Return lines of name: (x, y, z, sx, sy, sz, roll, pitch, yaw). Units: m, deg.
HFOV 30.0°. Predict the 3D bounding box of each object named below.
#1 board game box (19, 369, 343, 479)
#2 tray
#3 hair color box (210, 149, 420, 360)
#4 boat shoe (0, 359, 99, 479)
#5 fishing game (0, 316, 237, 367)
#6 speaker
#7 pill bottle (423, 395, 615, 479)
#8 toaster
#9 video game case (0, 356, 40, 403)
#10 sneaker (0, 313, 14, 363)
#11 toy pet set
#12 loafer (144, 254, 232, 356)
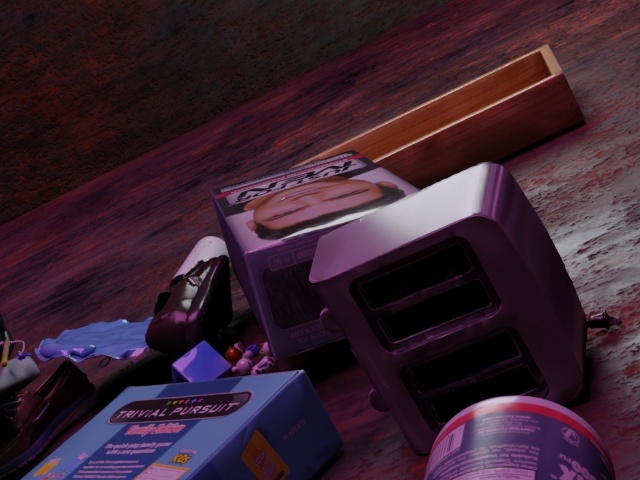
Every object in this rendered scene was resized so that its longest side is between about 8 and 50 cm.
board game box: (-0.177, 0.235, 0.931, 0.253, 0.079, 0.336, -12, 22, 47)
tray: (0.133, -0.120, 1.572, 0.410, 0.076, 0.203, -24, 15, 13)
hair color box: (0.000, 0.000, 1.266, 0.185, 0.114, 0.374, -17, 14, -7)
boat shoe: (-0.332, 0.203, 1.343, 0.066, 0.066, 0.183, -17, 18, 40)
fishing game: (-0.237, 0.123, 1.385, 0.264, 0.041, 0.189, -8, 8, -17)
speaker: (-0.160, 0.043, 1.590, 0.055, 0.055, 0.136, -24, 16, 17)
pill bottle: (0.097, 0.168, 0.607, 0.108, 0.108, 0.180, -23, 17, 21)
toaster: (0.104, 0.049, 0.884, 0.185, 0.168, 0.110, -24, 18, 21)
video game case: (-0.472, 0.237, 1.277, 0.300, 0.036, 0.329, -38, -2, 4)
sneaker: (-0.491, 0.126, 1.429, 0.202, 0.185, 0.483, -41, -1, -5)
toy pet set: (-0.094, 0.118, 1.199, 0.114, 0.065, 0.122, -36, 16, -27)
loafer: (-0.146, 0.067, 1.322, 0.078, 0.080, 0.220, -2, 12, 5)
